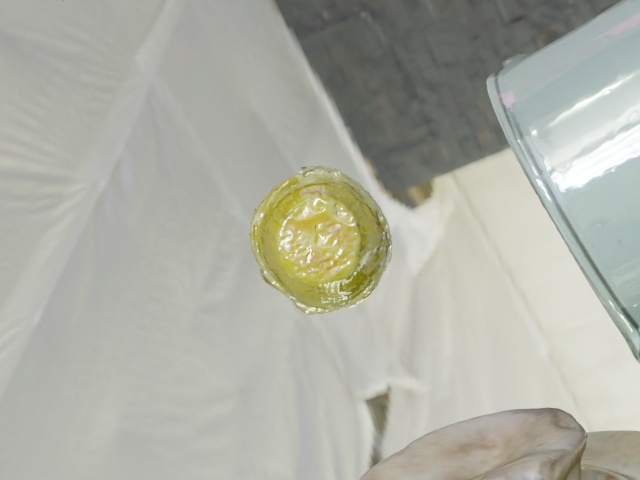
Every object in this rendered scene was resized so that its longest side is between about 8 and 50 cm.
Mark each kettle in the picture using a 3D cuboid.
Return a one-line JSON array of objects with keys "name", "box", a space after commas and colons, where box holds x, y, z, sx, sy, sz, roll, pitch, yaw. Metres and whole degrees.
[{"name": "kettle", "box": [0.294, -0.067, 0.811, 0.265, 0.318, 0.205, 59, -165, -8]}]

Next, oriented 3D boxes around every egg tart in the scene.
[{"name": "egg tart", "box": [0.000, 0.000, 0.953, 0.039, 0.105, 0.105, 3, -114, -86]}]

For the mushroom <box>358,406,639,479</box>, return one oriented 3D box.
[{"name": "mushroom", "box": [0.101, 0.165, 0.588, 0.255, 0.255, 0.184, -42, -64, -68]}]
